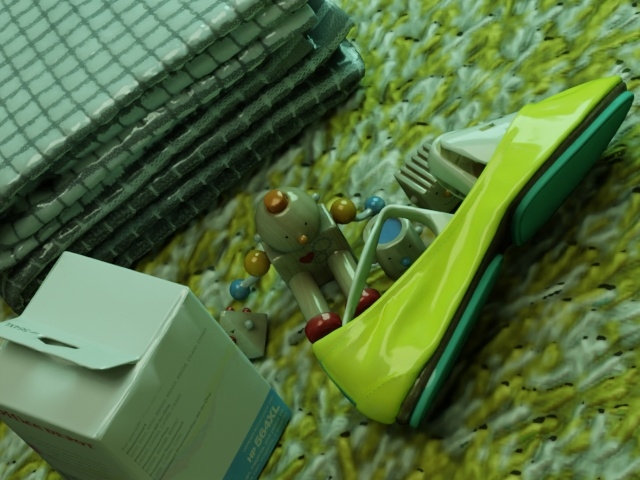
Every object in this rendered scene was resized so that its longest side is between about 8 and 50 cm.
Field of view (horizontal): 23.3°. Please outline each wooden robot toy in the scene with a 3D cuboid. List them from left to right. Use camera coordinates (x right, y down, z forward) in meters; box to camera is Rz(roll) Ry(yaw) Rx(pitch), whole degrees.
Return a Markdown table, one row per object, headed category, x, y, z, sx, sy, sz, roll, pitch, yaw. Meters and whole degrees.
| category | x | y | z | sx | sy | sz | roll | pitch | yaw |
| --- | --- | --- | --- | --- | --- | --- | --- | --- | --- |
| wooden robot toy | 0.000 | 0.000 | 0.847 | 0.173 | 0.079 | 0.076 | -32 | 46 | 2 |

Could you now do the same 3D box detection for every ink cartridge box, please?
| category | x | y | z | sx | sy | sz | roll | pitch | yaw |
| --- | --- | --- | --- | --- | --- | --- | --- | --- | --- |
| ink cartridge box | -0.097 | 0.078 | 0.790 | 0.092 | 0.143 | 0.090 | 13 | 62 | 35 |

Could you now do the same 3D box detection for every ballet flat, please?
| category | x | y | z | sx | sy | sz | roll | pitch | yaw |
| --- | --- | --- | --- | --- | --- | --- | --- | --- | --- |
| ballet flat | 0.076 | -0.011 | 0.810 | 0.077 | 0.077 | 0.231 | 32 | 74 | 14 |

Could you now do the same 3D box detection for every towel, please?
| category | x | y | z | sx | sy | sz | roll | pitch | yaw |
| --- | --- | --- | --- | --- | --- | --- | --- | --- | --- |
| towel | -0.133 | -0.110 | 0.983 | 0.283 | 0.121 | 0.235 | -38 | 45 | -3 |
